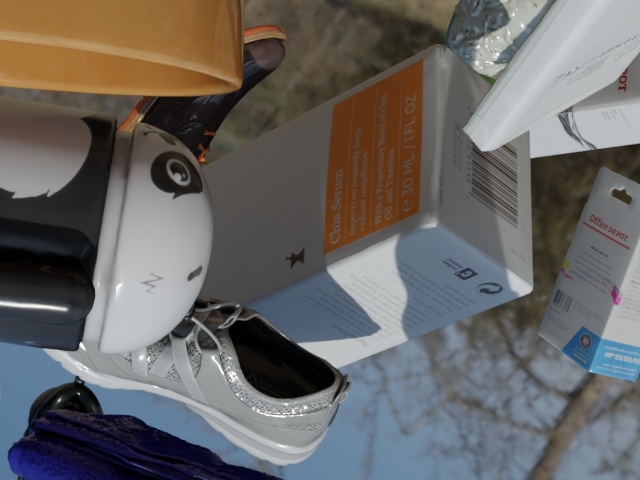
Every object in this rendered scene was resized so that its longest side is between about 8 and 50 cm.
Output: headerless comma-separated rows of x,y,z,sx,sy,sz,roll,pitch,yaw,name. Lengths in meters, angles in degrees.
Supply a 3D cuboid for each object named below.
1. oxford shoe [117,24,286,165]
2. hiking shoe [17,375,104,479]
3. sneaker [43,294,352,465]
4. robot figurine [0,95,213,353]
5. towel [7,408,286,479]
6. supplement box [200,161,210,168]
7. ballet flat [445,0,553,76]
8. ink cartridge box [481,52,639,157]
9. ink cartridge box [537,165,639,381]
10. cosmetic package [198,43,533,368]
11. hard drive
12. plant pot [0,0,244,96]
-0.126,-0.094,1.435,0.098,0.271,0.097,57,-162,15,oxford shoe
-0.276,0.290,1.598,0.113,0.304,0.132,2,163,-12,hiking shoe
-0.101,0.068,1.208,0.281,0.115,0.105,26,-130,-13,sneaker
-0.213,-0.017,1.083,0.278,0.209,0.173,10,154,-8,robot figurine
-0.100,0.226,1.414,0.308,0.076,0.227,17,-178,26,towel
-0.132,-0.036,1.971,0.233,0.080,0.078,28,150,-21,supplement box
0.285,-0.328,1.723,0.147,0.409,0.147,27,-154,-14,ballet flat
0.301,-0.192,1.869,0.219,0.160,0.092,-6,148,28,ink cartridge box
0.287,0.031,1.501,0.061,0.181,0.104,13,-167,-26,ink cartridge box
0.000,0.000,1.667,0.161,0.453,0.230,32,-133,-36,cosmetic package
0.258,-0.207,1.304,0.203,0.307,0.040,-29,-106,-35,hard drive
-0.179,-0.197,0.871,0.291,0.203,0.291,6,-179,0,plant pot
